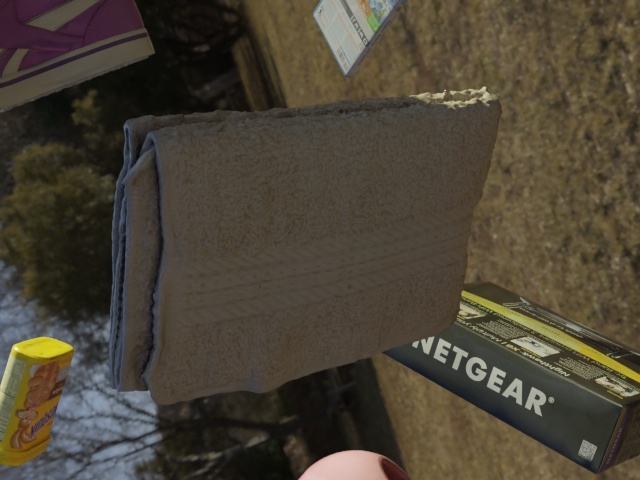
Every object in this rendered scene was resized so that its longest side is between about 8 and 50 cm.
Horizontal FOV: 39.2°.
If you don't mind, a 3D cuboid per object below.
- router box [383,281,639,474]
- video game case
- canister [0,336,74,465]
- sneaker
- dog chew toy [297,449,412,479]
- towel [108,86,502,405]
[{"bbox_3d":[0.253,0.144,1.059,0.309,0.243,0.081,27,107,38],"label":"router box"},{"bbox_3d":[0.055,-0.311,1.159,0.166,0.015,0.119,-51,54,42],"label":"video game case"},{"bbox_3d":[-0.442,0.240,1.362,0.126,0.073,0.170,-14,-57,-80],"label":"canister"},{"bbox_3d":[-0.301,-0.192,0.793,0.102,0.282,0.161,1,117,53],"label":"sneaker"},{"bbox_3d":[-0.008,0.428,1.160,0.206,0.332,0.206,45,-172,-8],"label":"dog chew toy"},{"bbox_3d":[0.000,0.000,0.578,0.049,0.282,0.187,39,130,44],"label":"towel"}]
